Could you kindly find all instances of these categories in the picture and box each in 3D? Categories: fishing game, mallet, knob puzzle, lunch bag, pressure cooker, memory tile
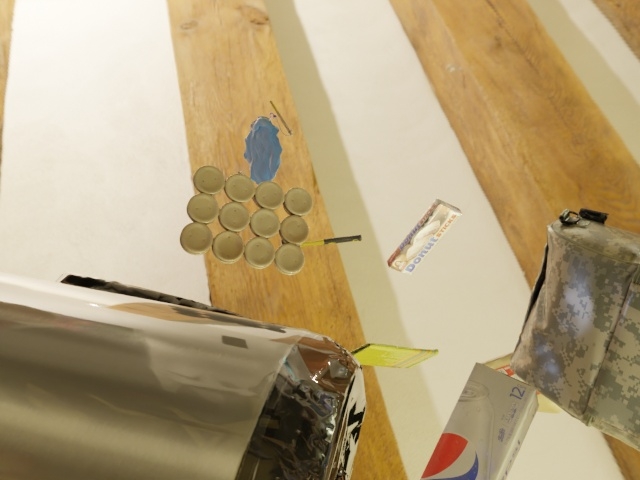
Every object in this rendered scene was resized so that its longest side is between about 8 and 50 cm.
[{"bbox_3d":[-0.150,-0.237,1.681,0.041,0.264,0.189,-4,-133,-37],"label":"fishing game"},{"bbox_3d":[0.000,0.000,1.453,0.190,0.062,0.039,-10,-117,5],"label":"mallet"},{"bbox_3d":[0.487,0.319,1.428,0.213,0.213,0.030,21,-141,10],"label":"knob puzzle"},{"bbox_3d":[0.453,0.128,0.990,0.256,0.305,0.212,22,-155,31],"label":"lunch bag"},{"bbox_3d":[-0.199,0.204,0.430,0.420,0.375,0.370,9,-100,9],"label":"pressure cooker"},{"bbox_3d":[-0.083,-0.023,0.731,0.148,0.012,0.113,13,-113,-17],"label":"memory tile"}]

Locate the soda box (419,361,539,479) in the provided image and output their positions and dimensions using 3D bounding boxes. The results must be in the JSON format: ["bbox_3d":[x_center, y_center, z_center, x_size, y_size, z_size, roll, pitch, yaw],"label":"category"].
[{"bbox_3d":[0.200,0.320,0.858,0.091,0.098,0.286,22,-107,30],"label":"soda box"}]

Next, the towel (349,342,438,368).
[{"bbox_3d":[0.157,0.257,1.410,0.237,0.102,0.021,14,-129,-41],"label":"towel"}]

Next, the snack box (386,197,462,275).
[{"bbox_3d":[0.213,-0.005,1.295,0.064,0.178,0.022,20,-150,-28],"label":"snack box"}]
